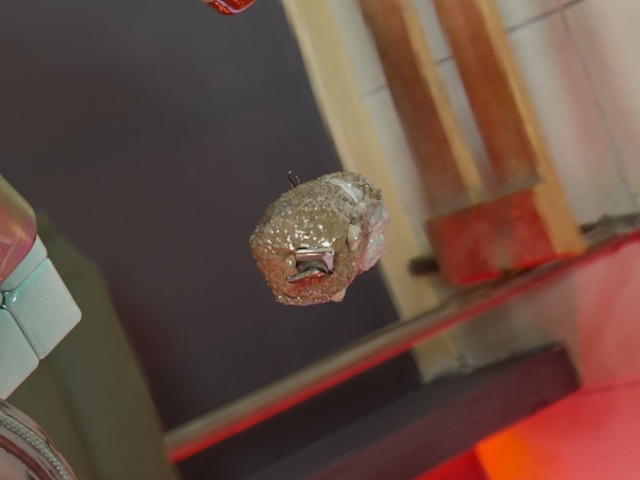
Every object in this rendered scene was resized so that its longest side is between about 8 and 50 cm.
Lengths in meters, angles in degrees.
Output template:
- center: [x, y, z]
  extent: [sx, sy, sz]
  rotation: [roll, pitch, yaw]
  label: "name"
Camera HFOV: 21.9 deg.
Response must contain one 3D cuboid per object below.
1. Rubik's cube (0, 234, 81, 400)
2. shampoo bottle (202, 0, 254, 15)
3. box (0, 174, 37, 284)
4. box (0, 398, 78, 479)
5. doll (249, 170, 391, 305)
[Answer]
- center: [-0.538, 0.054, 1.960]
  extent: [0.319, 0.322, 0.316]
  rotation: [15, 144, 41]
  label: "Rubik's cube"
- center: [-0.164, -0.327, 1.544]
  extent: [0.278, 0.104, 0.104]
  rotation: [34, 148, -29]
  label: "shampoo bottle"
- center: [-0.294, -0.026, 1.156]
  extent: [0.097, 0.134, 0.345]
  rotation: [40, 173, 9]
  label: "box"
- center: [-0.312, 0.217, 0.893]
  extent: [0.108, 0.404, 0.263]
  rotation: [-98, -4, -67]
  label: "box"
- center: [-0.004, 0.006, 1.494]
  extent: [0.115, 0.221, 0.105]
  rotation: [22, 115, 3]
  label: "doll"
